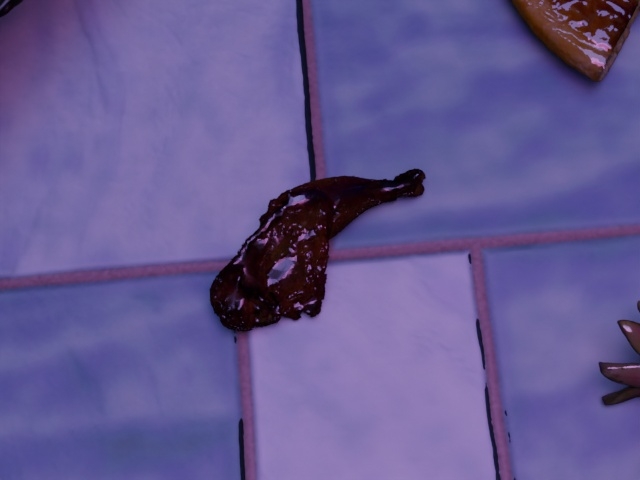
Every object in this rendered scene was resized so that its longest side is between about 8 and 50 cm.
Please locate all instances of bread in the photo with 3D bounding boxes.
[{"bbox_3d":[0.231,-0.198,0.962,0.154,0.054,0.136,-5,68,6],"label":"bread"}]

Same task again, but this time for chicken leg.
[{"bbox_3d":[-0.006,-0.004,0.903,0.093,0.053,0.205,43,83,-8],"label":"chicken leg"}]

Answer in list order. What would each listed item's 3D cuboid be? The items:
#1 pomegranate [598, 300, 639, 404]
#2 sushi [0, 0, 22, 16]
[{"bbox_3d":[0.304,0.119,0.815,0.191,0.131,0.152,19,76,32],"label":"pomegranate"},{"bbox_3d":[-0.330,-0.277,0.986,0.343,0.064,0.359,25,70,31],"label":"sushi"}]
